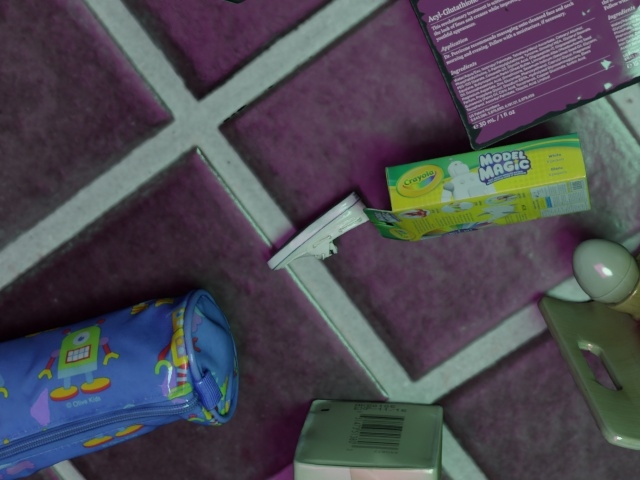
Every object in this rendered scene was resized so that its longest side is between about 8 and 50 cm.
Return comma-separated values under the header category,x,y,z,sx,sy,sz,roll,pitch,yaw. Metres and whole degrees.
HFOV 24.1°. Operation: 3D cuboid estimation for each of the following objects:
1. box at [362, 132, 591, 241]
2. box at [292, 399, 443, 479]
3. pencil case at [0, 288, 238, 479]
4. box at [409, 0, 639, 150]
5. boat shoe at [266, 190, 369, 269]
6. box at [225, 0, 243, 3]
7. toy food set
category,x,y,z,sx,sy,sz,roll,pitch,yaw
box,0.127,-0.039,1.225,0.179,0.105,0.043,-12,74,9
box,0.043,0.310,1.314,0.121,0.148,0.311,2,107,6
pencil case,-0.222,0.138,1.301,0.306,0.133,0.119,-17,128,10
box,0.205,-0.210,1.168,0.261,0.103,0.184,-22,104,13
boat shoe,0.000,0.000,1.290,0.100,0.035,0.035,-37,96,8
box,-0.011,-0.317,1.167,0.232,0.059,0.183,-25,87,14
toy food set,0.296,-0.009,1.144,0.092,0.220,0.306,31,108,-19
